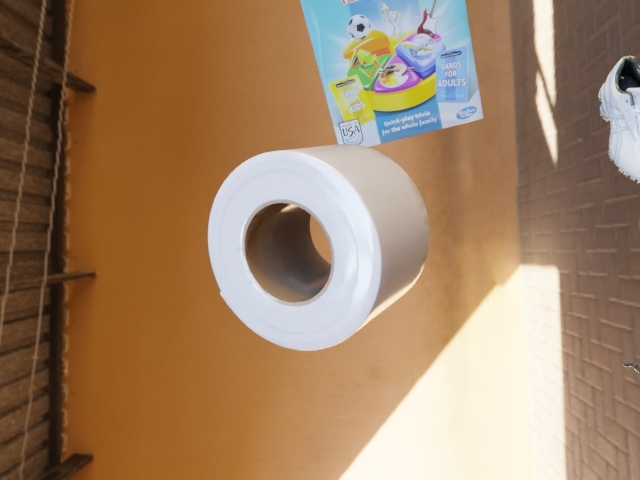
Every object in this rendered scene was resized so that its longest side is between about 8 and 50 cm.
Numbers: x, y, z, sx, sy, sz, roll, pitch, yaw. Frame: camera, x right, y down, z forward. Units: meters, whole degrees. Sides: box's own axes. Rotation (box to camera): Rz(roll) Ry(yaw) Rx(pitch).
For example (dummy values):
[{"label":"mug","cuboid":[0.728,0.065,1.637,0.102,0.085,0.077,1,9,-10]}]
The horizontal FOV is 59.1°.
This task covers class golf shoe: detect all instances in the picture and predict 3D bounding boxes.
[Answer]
[{"label":"golf shoe","cuboid":[0.403,-0.155,0.722,0.086,0.069,0.176,56,-157,-60]}]

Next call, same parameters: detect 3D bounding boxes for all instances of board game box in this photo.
[{"label":"board game box","cuboid":[0.114,-0.340,0.943,0.079,0.254,0.335,-84,-21,-64]}]

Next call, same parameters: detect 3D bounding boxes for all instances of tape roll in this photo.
[{"label":"tape roll","cuboid":[0.000,0.000,0.735,0.169,0.246,0.246,-22,-65,-59]}]

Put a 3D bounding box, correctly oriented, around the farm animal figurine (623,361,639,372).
[{"label":"farm animal figurine","cuboid":[0.685,0.155,0.830,0.172,0.330,0.327,55,173,-31]}]
